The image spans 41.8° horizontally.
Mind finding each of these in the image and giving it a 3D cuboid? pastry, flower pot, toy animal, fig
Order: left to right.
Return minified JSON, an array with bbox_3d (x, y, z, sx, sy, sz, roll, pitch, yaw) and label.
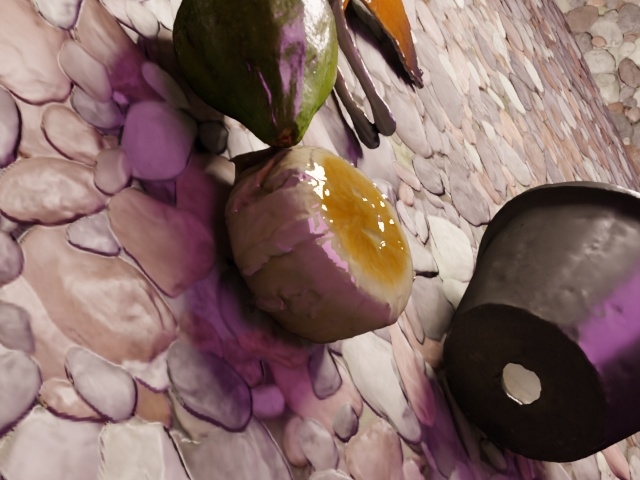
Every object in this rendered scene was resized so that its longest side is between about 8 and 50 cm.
[{"bbox_3d":[-0.043,-0.125,0.618,0.123,0.123,0.156,23,50,-49],"label":"fig"},{"bbox_3d":[0.000,0.000,0.617,0.166,0.088,0.166,41,33,-35],"label":"pastry"},{"bbox_3d":[0.032,-0.281,0.919,0.302,0.225,0.284,46,51,-2],"label":"toy animal"},{"bbox_3d":[0.219,0.094,0.770,0.166,0.269,0.269,-30,92,-38],"label":"flower pot"}]
